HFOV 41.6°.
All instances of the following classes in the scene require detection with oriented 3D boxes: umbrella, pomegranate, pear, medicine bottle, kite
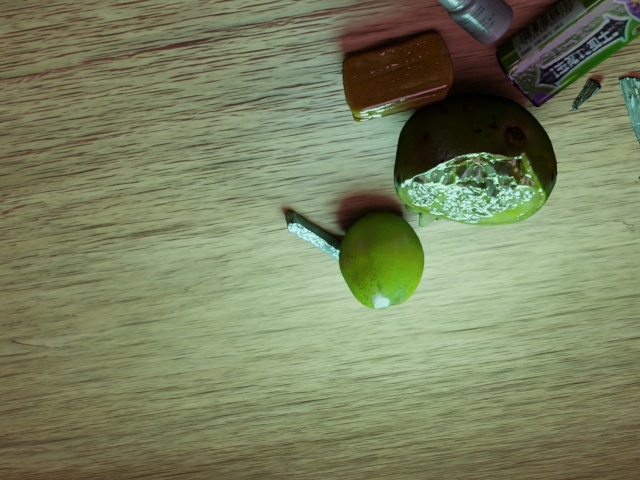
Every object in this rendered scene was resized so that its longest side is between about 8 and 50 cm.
[{"bbox_3d":[0.518,-0.285,1.636,0.031,0.020,0.083,18,136,-22],"label":"umbrella"},{"bbox_3d":[0.277,-0.156,1.619,0.309,0.216,0.358,10,164,-19],"label":"pomegranate"},{"bbox_3d":[0.130,0.051,1.790,0.187,0.220,0.187,-4,140,-4],"label":"pear"},{"bbox_3d":[0.260,-0.402,1.439,0.130,0.080,0.080,31,125,-31],"label":"medicine bottle"},{"bbox_3d":[0.729,-0.254,1.652,0.335,0.011,0.314,17,146,-5],"label":"kite"}]

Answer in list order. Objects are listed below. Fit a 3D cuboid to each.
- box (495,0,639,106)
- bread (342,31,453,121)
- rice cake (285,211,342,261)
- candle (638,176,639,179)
[{"bbox_3d":[0.482,-0.384,1.476,0.345,0.097,0.134,-37,120,27],"label":"box"},{"bbox_3d":[0.139,-0.292,1.521,0.200,0.116,0.077,-15,160,8],"label":"bread"},{"bbox_3d":[0.000,0.000,1.845,0.034,0.043,0.211,-40,128,23],"label":"rice cake"},{"bbox_3d":[0.746,-0.091,1.859,0.026,0.021,0.167,-29,131,22],"label":"candle"}]
